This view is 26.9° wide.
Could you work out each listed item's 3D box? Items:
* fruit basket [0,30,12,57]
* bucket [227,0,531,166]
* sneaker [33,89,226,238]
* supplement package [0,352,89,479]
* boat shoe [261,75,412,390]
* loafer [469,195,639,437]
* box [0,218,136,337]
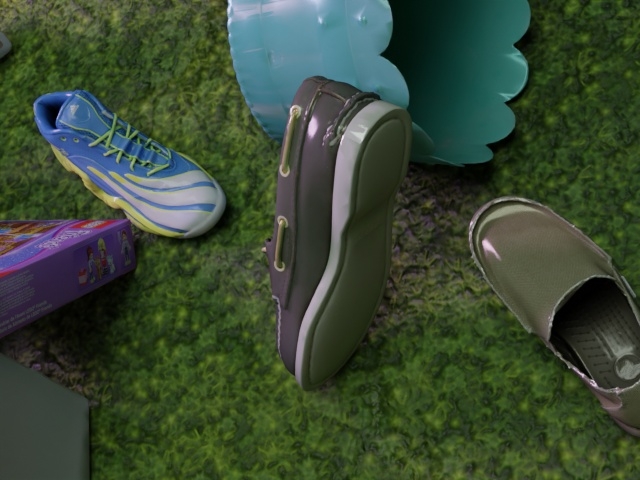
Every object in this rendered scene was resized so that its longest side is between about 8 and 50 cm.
[{"bbox_3d":[-0.567,-0.232,1.451,0.327,0.353,0.165,-33,49,5],"label":"fruit basket"},{"bbox_3d":[0.057,-0.202,1.229,0.183,0.281,0.281,3,68,33],"label":"bucket"},{"bbox_3d":[-0.210,-0.083,1.368,0.240,0.126,0.091,26,79,31],"label":"sneaker"},{"bbox_3d":[-0.351,0.212,1.255,0.203,0.194,0.149,-14,63,17],"label":"supplement package"},{"bbox_3d":[0.003,-0.002,1.170,0.091,0.305,0.109,32,41,26],"label":"boat shoe"},{"bbox_3d":[0.219,0.048,1.146,0.102,0.092,0.268,-41,58,1],"label":"loafer"},{"bbox_3d":[-0.338,0.038,1.287,0.201,0.293,0.057,0,104,23],"label":"box"}]
